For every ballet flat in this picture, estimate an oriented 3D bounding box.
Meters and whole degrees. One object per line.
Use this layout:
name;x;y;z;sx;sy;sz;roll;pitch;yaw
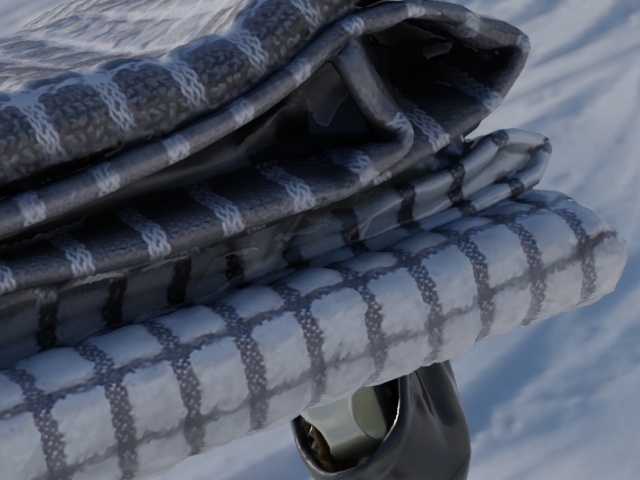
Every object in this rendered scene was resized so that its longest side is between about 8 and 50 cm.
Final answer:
ballet flat;0.000;0.000;0.860;0.095;0.280;0.096;-31;-26;23

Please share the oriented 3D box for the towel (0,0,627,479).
towel;-0.094;-0.009;0.517;0.235;0.121;0.283;-20;10;-28
